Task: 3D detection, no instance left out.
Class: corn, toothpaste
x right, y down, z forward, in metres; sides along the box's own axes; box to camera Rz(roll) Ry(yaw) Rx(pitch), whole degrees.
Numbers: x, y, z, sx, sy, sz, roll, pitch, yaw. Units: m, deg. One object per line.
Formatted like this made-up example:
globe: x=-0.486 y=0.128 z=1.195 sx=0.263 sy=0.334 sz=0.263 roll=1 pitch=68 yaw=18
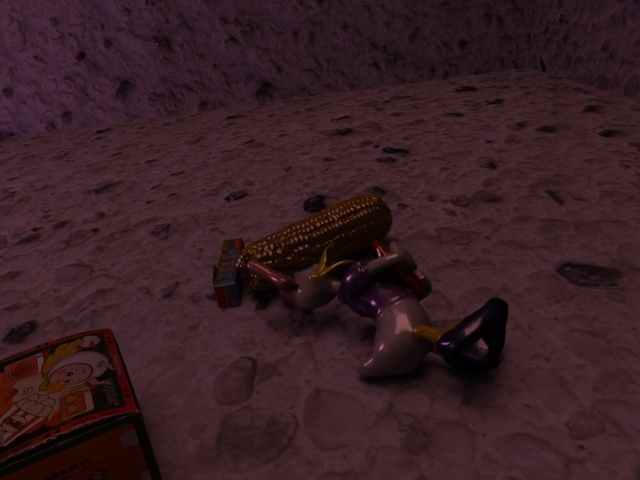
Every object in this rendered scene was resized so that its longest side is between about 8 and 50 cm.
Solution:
corn: x=0.000 y=0.000 z=1.077 sx=0.363 sy=0.121 sz=0.120 roll=-23 pitch=31 yaw=-27
toothpaste: x=-0.180 y=0.051 z=1.066 sx=0.044 sy=0.070 sz=0.193 roll=-8 pitch=27 yaw=0

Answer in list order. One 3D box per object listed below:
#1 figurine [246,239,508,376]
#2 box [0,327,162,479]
figurine: x=0.082 y=0.105 z=0.832 sx=0.420 sy=0.154 sz=0.193 roll=28 pitch=76 yaw=36
box: x=-0.313 y=0.233 z=0.653 sx=0.177 sy=0.148 sz=0.195 roll=-17 pitch=29 yaw=-23
